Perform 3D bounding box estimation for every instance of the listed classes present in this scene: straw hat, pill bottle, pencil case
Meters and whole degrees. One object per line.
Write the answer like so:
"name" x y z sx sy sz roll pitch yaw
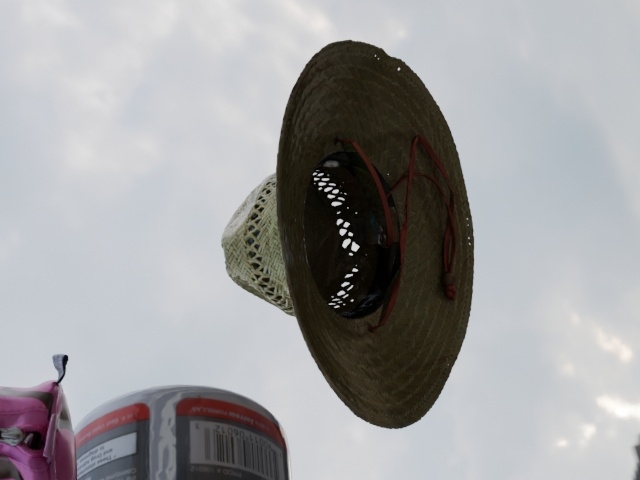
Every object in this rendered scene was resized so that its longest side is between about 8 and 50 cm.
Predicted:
"straw hat" 0.000 0.000 0.397 0.144 0.061 0.144 18 -111 -57
"pill bottle" -0.117 0.321 0.910 0.210 0.210 0.363 41 -150 -40
"pencil case" -0.230 0.110 0.552 0.098 0.209 0.095 125 142 -74
